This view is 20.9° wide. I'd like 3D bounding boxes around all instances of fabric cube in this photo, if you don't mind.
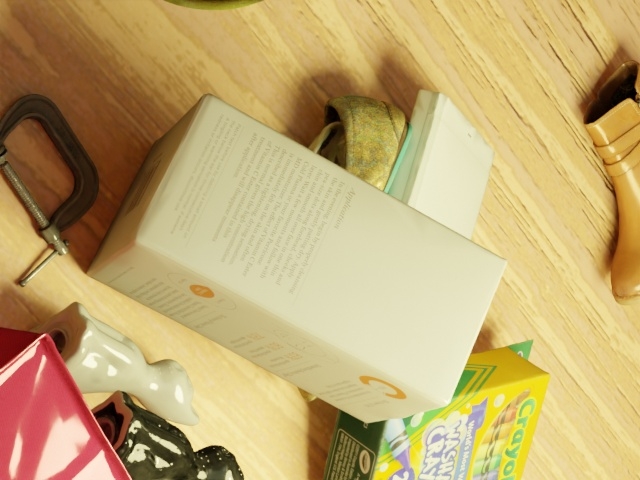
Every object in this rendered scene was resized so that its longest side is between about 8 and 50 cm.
[{"bbox_3d":[-0.340,0.239,1.523,0.254,0.258,0.259,-42,119,-33],"label":"fabric cube"}]

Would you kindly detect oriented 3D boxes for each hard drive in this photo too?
[{"bbox_3d":[0.120,0.004,2.034,0.203,0.040,0.307,38,65,-60],"label":"hard drive"}]

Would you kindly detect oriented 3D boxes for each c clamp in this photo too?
[{"bbox_3d":[-0.279,-0.057,1.717,0.137,0.022,0.160,-42,120,-32],"label":"c clamp"}]

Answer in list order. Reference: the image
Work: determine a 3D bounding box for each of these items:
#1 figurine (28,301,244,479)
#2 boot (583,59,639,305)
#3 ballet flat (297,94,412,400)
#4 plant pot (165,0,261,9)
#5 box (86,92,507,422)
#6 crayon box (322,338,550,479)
[{"bbox_3d":[-0.173,0.173,1.721,0.092,0.215,0.209,-46,137,13],"label":"figurine"},{"bbox_3d":[0.415,-0.078,2.290,0.220,0.109,0.283,51,58,-34],"label":"boot"},{"bbox_3d":[0.000,0.000,1.929,0.123,0.123,0.348,27,75,-40],"label":"ballet flat"},{"bbox_3d":[-0.050,-0.462,1.715,0.353,0.367,0.366,-42,120,-46],"label":"plant pot"},{"bbox_3d":[-0.027,0.028,1.740,0.345,0.215,0.168,29,72,-13],"label":"box"},{"bbox_3d":[0.149,0.244,2.045,0.323,0.083,0.203,-10,121,-42],"label":"crayon box"}]
